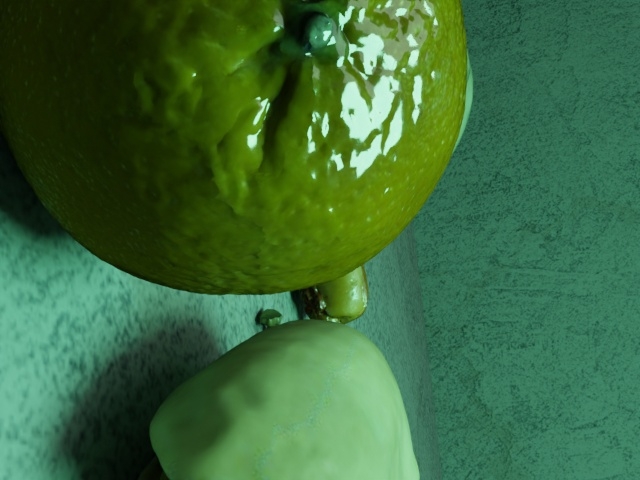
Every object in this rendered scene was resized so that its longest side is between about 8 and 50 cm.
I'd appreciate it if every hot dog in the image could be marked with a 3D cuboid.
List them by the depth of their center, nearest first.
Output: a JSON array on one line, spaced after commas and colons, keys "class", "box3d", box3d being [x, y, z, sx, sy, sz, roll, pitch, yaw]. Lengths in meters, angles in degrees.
[{"class": "hot dog", "box3d": [0.000, 0.000, 0.962, 0.076, 0.102, 0.249, 1, 75, -36]}]

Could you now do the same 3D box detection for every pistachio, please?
[{"class": "pistachio", "box3d": [-0.020, 0.158, 0.532, 0.299, 0.187, 0.188, -33, 114, -75]}]

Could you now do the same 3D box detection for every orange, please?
[{"class": "orange", "box3d": [-0.044, -0.090, 0.425, 0.264, 0.264, 0.264, -8, 90, -78]}]

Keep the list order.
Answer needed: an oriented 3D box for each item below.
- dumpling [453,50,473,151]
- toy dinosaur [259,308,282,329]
[{"class": "dumpling", "box3d": [0.021, -0.197, 0.844, 0.315, 0.233, 0.395, 45, 52, -16]}, {"class": "toy dinosaur", "box3d": [-0.026, 0.173, 0.817, 0.251, 0.072, 0.200, -97, -174, -80]}]
